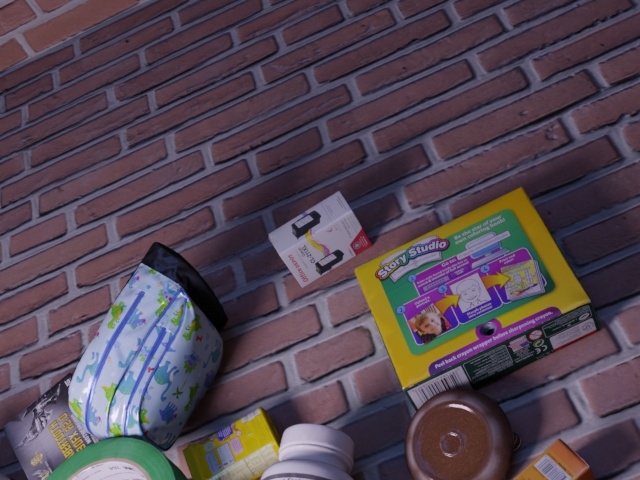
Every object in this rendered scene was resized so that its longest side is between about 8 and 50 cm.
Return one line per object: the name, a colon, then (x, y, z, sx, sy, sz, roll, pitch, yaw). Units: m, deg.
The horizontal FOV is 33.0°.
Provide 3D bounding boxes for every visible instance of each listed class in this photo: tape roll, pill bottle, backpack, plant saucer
tape roll: (-0.375, 0.505, 1.891, 0.321, 0.077, 0.321, -16, 47, 18)
pill bottle: (-0.028, 0.475, 1.795, 0.176, 0.176, 0.319, -6, 51, 23)
backpack: (-0.330, 0.233, 2.087, 0.273, 0.290, 0.355, 38, 74, 25)
plant saucer: (0.227, 0.346, 1.827, 0.198, 0.036, 0.199, -9, 68, 25)

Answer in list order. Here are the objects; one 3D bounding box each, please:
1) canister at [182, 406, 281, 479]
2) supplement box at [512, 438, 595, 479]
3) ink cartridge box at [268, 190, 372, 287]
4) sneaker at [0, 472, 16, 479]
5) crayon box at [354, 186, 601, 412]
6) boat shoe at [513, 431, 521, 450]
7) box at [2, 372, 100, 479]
canister: (-0.156, 0.398, 1.999, 0.170, 0.073, 0.126, -30, 45, 0)
supplement box: (0.327, 0.428, 1.720, 0.233, 0.078, 0.080, -39, 49, -6)
ink cartridge box: (0.000, 0.000, 2.215, 0.175, 0.127, 0.072, -32, 48, 1)
sneaker: (-0.751, 0.471, 2.152, 0.365, 0.210, 0.137, 7, 56, 32)
crayon box: (0.279, 0.106, 1.996, 0.362, 0.106, 0.313, -26, 44, 5)
boat shoe: (0.276, 0.329, 1.853, 0.137, 0.043, 0.049, 11, 57, 32)
box: (-0.527, 0.404, 2.199, 0.183, 0.056, 0.231, -38, 45, -7)
